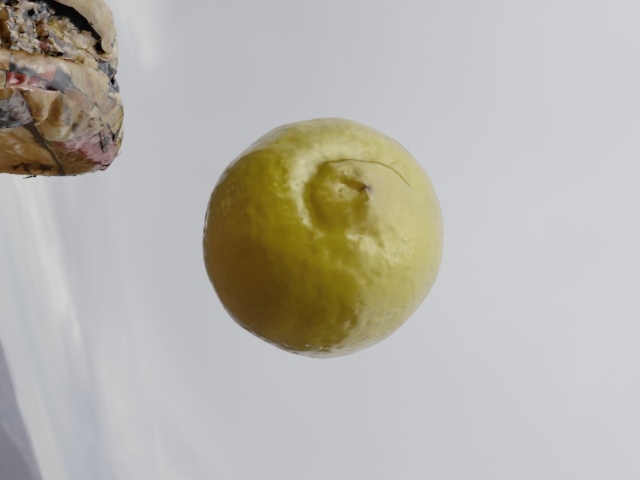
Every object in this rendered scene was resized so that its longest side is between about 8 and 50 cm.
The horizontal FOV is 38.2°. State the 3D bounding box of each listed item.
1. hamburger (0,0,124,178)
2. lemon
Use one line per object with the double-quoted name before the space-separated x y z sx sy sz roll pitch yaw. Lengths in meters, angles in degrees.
"hamburger" -0.246 -0.112 0.641 0.231 0.230 0.107 150 -59 -69
"lemon" 0.000 0.000 1.254 0.348 0.347 0.348 164 -90 -70
